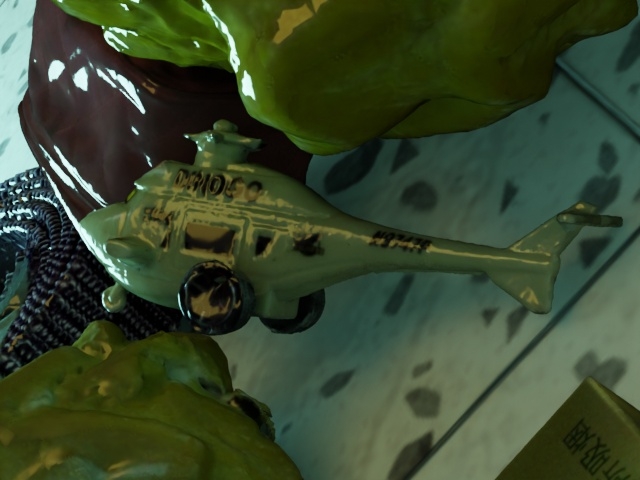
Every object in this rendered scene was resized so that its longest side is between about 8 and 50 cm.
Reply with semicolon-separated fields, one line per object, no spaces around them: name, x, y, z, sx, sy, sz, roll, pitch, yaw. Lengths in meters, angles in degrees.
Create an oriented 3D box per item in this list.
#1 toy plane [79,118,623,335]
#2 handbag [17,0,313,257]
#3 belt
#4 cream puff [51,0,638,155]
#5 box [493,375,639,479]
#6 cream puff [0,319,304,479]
toy plane;0.000;0.000;0.762;0.286;0.092;0.108;8;91;30
handbag;-0.092;-0.079;0.925;0.225;0.146;0.135;49;134;45
belt;-0.223;0.078;1.024;0.324;0.122;0.260;-21;37;40
cream puff;0.030;-0.161;0.741;0.323;0.270;0.274;-24;66;-2
box;0.072;0.187;0.554;0.240;0.071;0.159;-50;33;8
cream puff;-0.125;0.135;0.784;0.221;0.194;0.195;-45;32;7
